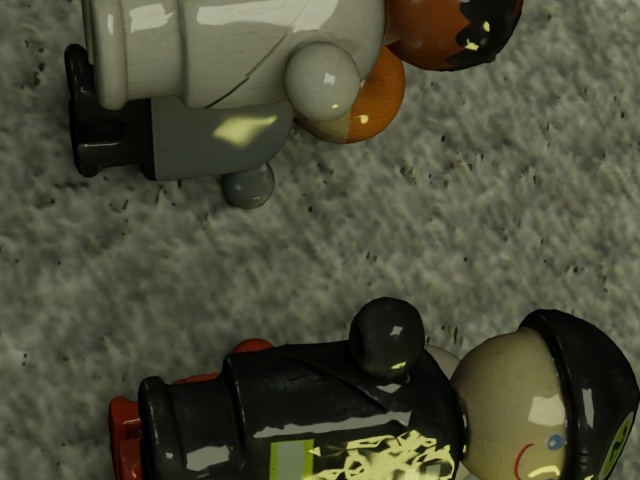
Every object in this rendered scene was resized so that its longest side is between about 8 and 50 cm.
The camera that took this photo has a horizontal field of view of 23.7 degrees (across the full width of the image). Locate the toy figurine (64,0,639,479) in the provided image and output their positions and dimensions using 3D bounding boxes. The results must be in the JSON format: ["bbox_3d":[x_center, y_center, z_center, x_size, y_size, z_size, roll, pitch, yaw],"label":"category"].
[{"bbox_3d":[0.000,0.000,0.516,0.148,0.213,0.209,-7,82,-12],"label":"toy figurine"}]
